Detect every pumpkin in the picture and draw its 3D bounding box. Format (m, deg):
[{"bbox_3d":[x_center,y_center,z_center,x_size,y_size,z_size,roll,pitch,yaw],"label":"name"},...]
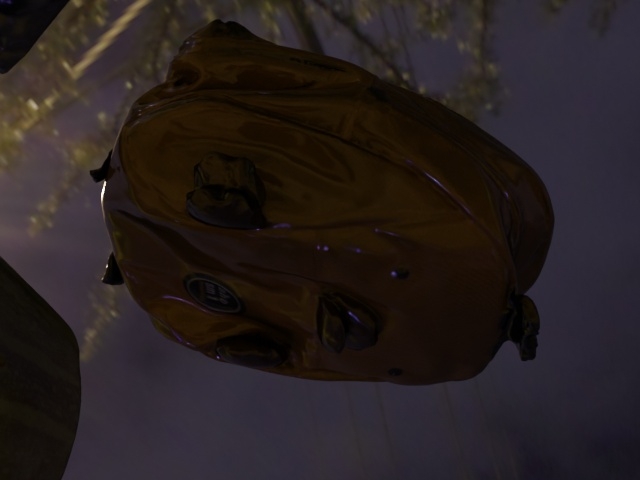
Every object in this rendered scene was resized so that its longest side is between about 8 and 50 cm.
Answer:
[{"bbox_3d":[-0.183,0.099,0.699,0.110,0.217,0.217,23,-113,-17],"label":"pumpkin"}]

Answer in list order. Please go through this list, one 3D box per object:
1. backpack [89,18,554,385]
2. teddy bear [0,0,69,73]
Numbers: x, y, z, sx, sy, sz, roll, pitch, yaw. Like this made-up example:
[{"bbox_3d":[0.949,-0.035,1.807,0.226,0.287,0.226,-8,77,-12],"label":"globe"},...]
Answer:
[{"bbox_3d":[0.001,-0.006,1.242,0.378,0.353,0.201,10,-121,10],"label":"backpack"},{"bbox_3d":[-0.197,-0.174,0.688,0.144,0.251,0.171,-34,-146,47],"label":"teddy bear"}]
